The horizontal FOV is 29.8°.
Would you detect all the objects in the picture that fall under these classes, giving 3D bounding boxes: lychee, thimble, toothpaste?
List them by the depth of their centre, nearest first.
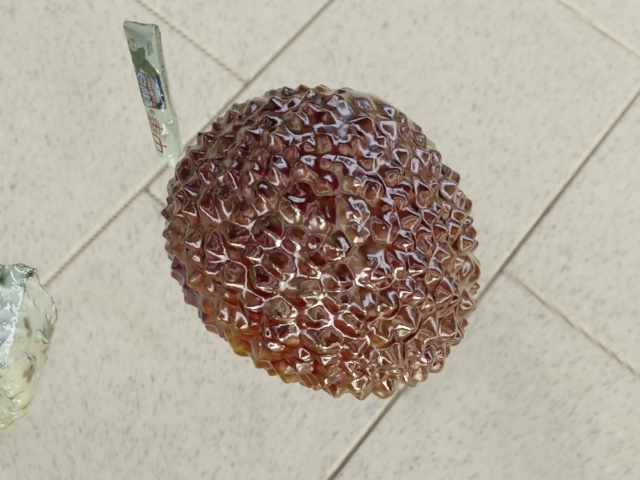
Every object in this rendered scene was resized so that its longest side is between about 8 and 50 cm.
[{"bbox_3d":[-0.177,0.053,0.599,0.084,0.110,0.062,29,54,-36],"label":"thimble"},{"bbox_3d":[0.000,0.000,1.161,0.306,0.306,0.330,-21,65,-17],"label":"lychee"},{"bbox_3d":[-0.218,-0.191,1.606,0.060,0.233,0.038,18,47,27],"label":"toothpaste"}]
